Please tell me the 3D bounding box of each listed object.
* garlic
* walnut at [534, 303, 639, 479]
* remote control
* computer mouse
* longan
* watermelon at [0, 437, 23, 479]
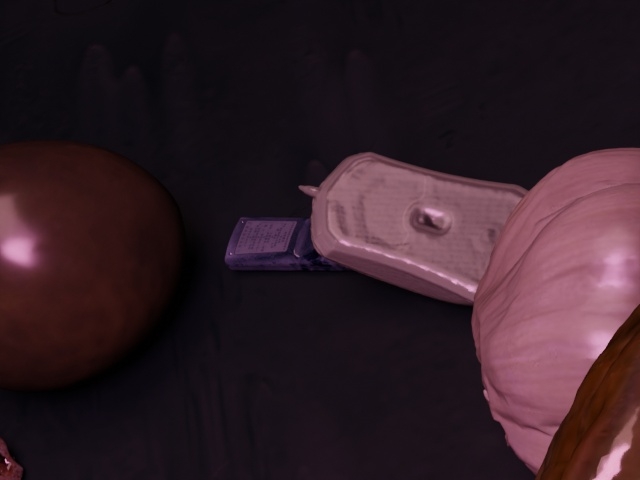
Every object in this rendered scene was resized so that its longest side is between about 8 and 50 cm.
[{"bbox_3d":[0.172,0.042,0.964,0.178,0.143,0.229,-9,65,11],"label":"garlic"},{"bbox_3d":[0.216,0.155,0.793,0.227,0.283,0.283,-12,44,60],"label":"walnut"},{"bbox_3d":[0.001,0.001,1.185,0.152,0.027,0.044,-1,61,32],"label":"remote control"},{"bbox_3d":[0.070,-0.005,1.110,0.181,0.056,0.089,16,67,15],"label":"computer mouse"},{"bbox_3d":[-0.202,0.019,1.181,0.212,0.198,0.198,-9,48,-2],"label":"longan"},{"bbox_3d":[-0.334,0.187,1.189,0.256,0.140,0.193,10,69,27],"label":"watermelon"}]
